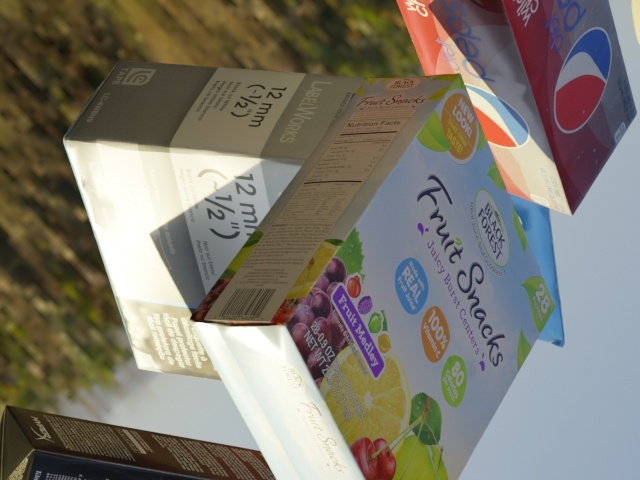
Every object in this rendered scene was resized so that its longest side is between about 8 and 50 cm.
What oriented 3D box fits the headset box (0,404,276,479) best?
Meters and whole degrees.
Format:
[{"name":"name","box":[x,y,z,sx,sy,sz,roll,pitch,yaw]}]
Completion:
[{"name":"headset box","box":[-0.133,0.272,1.580,0.110,0.293,0.218,37,-68,64]}]

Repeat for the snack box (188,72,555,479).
[{"name":"snack box","box":[0.037,0.038,1.066,0.070,0.174,0.207,0,-139,35]}]

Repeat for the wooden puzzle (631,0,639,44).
[{"name":"wooden puzzle","box":[0.276,-0.085,0.639,0.348,0.322,0.080,-58,-178,-36]}]

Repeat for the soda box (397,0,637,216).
[{"name":"soda box","box":[0.109,-0.131,1.142,0.092,0.083,0.263,-54,146,-21]}]

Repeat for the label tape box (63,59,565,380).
[{"name":"label tape box","box":[0.000,0.000,1.533,0.348,0.249,0.115,8,-137,23]}]
